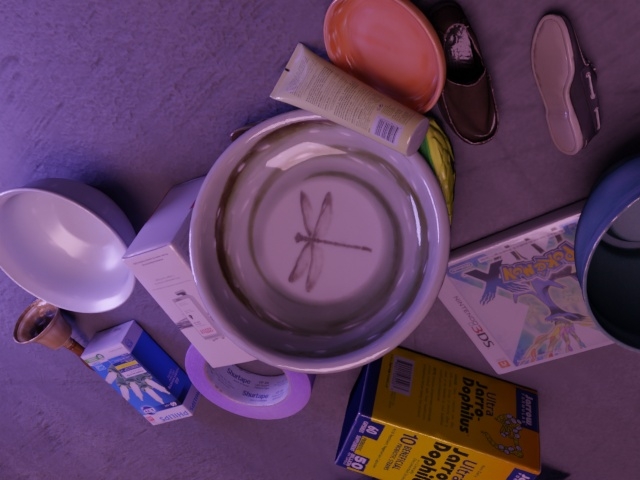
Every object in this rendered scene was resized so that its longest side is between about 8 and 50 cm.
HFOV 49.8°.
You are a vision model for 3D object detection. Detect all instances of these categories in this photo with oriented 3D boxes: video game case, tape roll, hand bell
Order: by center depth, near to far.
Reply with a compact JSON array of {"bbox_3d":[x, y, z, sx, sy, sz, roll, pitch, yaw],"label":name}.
[{"bbox_3d":[0.392,0.096,1.218,0.329,0.036,0.300,-24,119,31],"label":"video game case"},{"bbox_3d":[-0.145,0.263,1.474,0.275,0.090,0.275,7,130,9],"label":"tape roll"},{"bbox_3d":[-0.570,0.244,1.585,0.126,0.126,0.242,-13,135,25],"label":"hand bell"}]

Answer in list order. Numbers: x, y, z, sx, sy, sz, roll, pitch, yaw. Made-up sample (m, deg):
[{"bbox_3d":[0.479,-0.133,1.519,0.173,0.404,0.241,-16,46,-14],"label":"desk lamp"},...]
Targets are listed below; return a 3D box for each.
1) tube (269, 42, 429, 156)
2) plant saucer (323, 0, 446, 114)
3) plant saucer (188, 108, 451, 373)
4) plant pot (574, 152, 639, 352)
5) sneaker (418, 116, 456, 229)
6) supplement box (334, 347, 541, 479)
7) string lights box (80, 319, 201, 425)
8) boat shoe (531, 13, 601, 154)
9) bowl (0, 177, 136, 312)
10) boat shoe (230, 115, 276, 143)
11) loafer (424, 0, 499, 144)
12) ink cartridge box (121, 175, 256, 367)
[{"bbox_3d":[0.042,-0.201,0.999,0.240,0.070,0.062,30,144,20],"label":"tube"},{"bbox_3d":[0.093,-0.263,0.960,0.200,0.037,0.200,33,150,22],"label":"plant saucer"},{"bbox_3d":[0.000,0.000,1.066,0.400,0.100,0.400,-1,85,13],"label":"plant saucer"},{"bbox_3d":[0.491,-0.011,0.974,0.293,0.196,0.293,1,121,1],"label":"plant pot"},{"bbox_3d":[0.152,-0.057,1.111,0.123,0.109,0.295,6,129,10],"label":"sneaker"},{"bbox_3d":[0.236,0.380,1.393,0.356,0.195,0.194,17,131,1],"label":"supplement box"},{"bbox_3d":[-0.408,0.310,1.595,0.133,0.077,0.259,-21,121,28],"label":"string lights box"},{"bbox_3d":[0.350,-0.224,0.965,0.065,0.075,0.206,-30,119,-16],"label":"boat shoe"},{"bbox_3d":[-0.466,-0.012,1.307,0.298,0.134,0.298,7,130,9],"label":"bowl"},{"bbox_3d":[-0.079,-0.176,1.119,0.135,0.045,0.050,-3,128,14],"label":"boat shoe"},{"bbox_3d":[0.199,-0.221,0.970,0.080,0.078,0.220,-24,120,10],"label":"loafer"},{"bbox_3d":[-0.191,0.057,1.237,0.117,0.207,0.283,-15,124,28],"label":"ink cartridge box"}]
